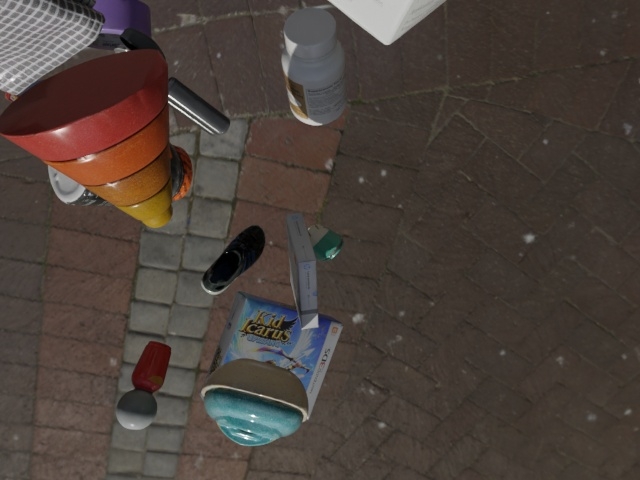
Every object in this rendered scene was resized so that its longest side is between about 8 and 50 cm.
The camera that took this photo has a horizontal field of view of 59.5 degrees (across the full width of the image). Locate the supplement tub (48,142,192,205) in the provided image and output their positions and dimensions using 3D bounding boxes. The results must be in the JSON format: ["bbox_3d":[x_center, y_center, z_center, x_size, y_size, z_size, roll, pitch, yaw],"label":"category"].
[{"bbox_3d":[-0.528,-0.193,1.514,0.338,0.207,0.207,-3,125,-55],"label":"supplement tub"}]

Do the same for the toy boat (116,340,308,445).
[{"bbox_3d":[-0.181,0.284,0.973,0.318,0.148,0.267,14,154,0],"label":"toy boat"}]

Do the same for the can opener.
[{"bbox_3d":[-0.309,-0.341,1.209,0.283,0.076,0.095,34,77,-32],"label":"can opener"}]

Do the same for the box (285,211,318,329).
[{"bbox_3d":[-0.037,0.061,1.106,0.038,0.145,0.186,-9,131,-7],"label":"box"}]

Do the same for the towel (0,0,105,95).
[{"bbox_3d":[-0.571,-0.382,1.009,0.283,0.235,0.121,-23,88,20],"label":"towel"}]

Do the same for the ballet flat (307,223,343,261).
[{"bbox_3d":[0.000,0.000,1.401,0.087,0.247,0.083,44,89,-3],"label":"ballet flat"}]

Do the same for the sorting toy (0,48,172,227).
[{"bbox_3d":[-0.255,-0.007,0.402,0.365,0.127,0.126,-26,129,-6],"label":"sorting toy"}]

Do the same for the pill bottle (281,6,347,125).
[{"bbox_3d":[-0.013,-0.358,1.165,0.131,0.131,0.229,-13,155,-2],"label":"pill bottle"}]

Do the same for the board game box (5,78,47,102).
[{"bbox_3d":[-0.560,-0.281,1.297,0.281,0.145,0.027,33,122,3],"label":"board game box"}]

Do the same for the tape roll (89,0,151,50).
[{"bbox_3d":[-0.496,-0.510,1.317,0.189,0.189,0.080,-3,95,-6],"label":"tape roll"}]

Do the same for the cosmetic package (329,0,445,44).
[{"bbox_3d":[0.129,-0.389,0.468,0.156,0.217,0.385,39,142,6],"label":"cosmetic package"}]

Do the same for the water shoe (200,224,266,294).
[{"bbox_3d":[-0.176,0.036,1.222,0.073,0.203,0.080,39,148,-6],"label":"water shoe"}]

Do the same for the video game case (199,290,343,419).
[{"bbox_3d":[-0.104,0.265,1.265,0.269,0.061,0.244,20,90,-33],"label":"video game case"}]
